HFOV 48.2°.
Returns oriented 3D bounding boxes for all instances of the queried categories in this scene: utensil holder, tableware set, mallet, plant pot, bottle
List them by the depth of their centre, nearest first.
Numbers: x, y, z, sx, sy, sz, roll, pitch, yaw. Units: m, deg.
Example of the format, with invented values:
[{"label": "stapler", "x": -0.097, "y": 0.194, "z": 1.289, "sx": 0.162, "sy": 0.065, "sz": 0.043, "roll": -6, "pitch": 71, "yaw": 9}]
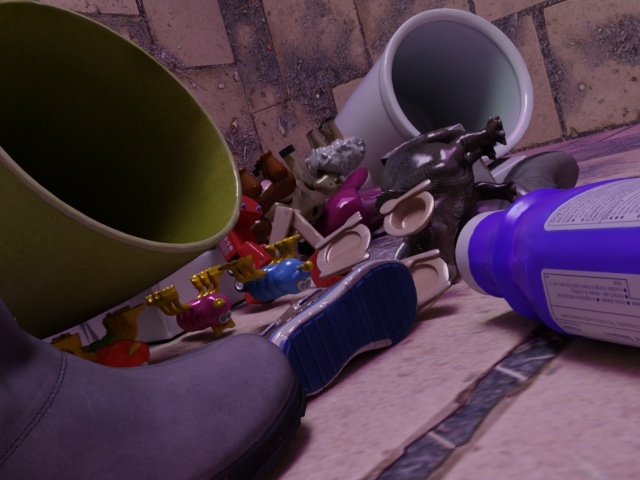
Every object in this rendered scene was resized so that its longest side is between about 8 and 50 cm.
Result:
[{"label": "bottle", "x": 0.181, "y": 0.010, "z": 0.424, "sx": 0.118, "sy": 0.092, "sz": 0.283, "roll": -17, "pitch": 6, "yaw": -20}, {"label": "tableware set", "x": 0.051, "y": 0.020, "z": 0.667, "sx": 0.141, "sy": 0.020, "sz": 0.168, "roll": -27, "pitch": 37, "yaw": 23}, {"label": "plant pot", "x": -0.272, "y": -0.019, "z": 0.680, "sx": 0.293, "sy": 0.275, "sz": 0.275, "roll": -41, "pitch": -7, "yaw": 27}, {"label": "mallet", "x": 0.000, "y": 0.000, "z": 1.369, "sx": 0.039, "sy": 0.062, "sz": 0.190, "roll": -12, "pitch": -8, "yaw": 19}, {"label": "utensil holder", "x": 0.220, "y": -0.261, "z": 1.570, "sx": 0.327, "sy": 0.327, "sz": 0.385, "roll": -18, "pitch": -8, "yaw": -21}]

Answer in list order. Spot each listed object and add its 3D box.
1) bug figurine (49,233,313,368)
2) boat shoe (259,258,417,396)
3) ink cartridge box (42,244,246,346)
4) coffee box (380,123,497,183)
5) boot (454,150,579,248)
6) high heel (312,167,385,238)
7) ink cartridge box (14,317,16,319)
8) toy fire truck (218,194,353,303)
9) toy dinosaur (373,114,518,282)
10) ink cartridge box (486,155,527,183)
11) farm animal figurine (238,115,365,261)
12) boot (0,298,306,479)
[{"label": "bug figurine", "x": -0.141, "y": 0.082, "z": 0.712, "sx": 0.279, "sy": 0.072, "sz": 0.216, "roll": -26, "pitch": 4, "yaw": -38}, {"label": "boat shoe", "x": 0.007, "y": 0.060, "z": 0.544, "sx": 0.066, "sy": 0.066, "sz": 0.183, "roll": -13, "pitch": 6, "yaw": 41}, {"label": "ink cartridge box", "x": -0.266, "y": 0.064, "z": 0.963, "sx": 0.289, "sy": 0.121, "sz": 0.211, "roll": -12, "pitch": 7, "yaw": 28}, {"label": "coffee box", "x": 0.199, "y": -0.110, "z": 1.220, "sx": 0.098, "sy": 0.141, "sz": 0.246, "roll": -33, "pitch": 8, "yaw": -2}, {"label": "boot", "x": 0.282, "y": -0.046, "z": 0.855, "sx": 0.246, "sy": 0.083, "sz": 0.161, "roll": -28, "pitch": 16, "yaw": -33}, {"label": "high heel", "x": 0.040, "y": -0.064, "z": 1.428, "sx": 0.181, "sy": 0.127, "sz": 0.377, "roll": -21, "pitch": 3, "yaw": -7}, {"label": "ink cartridge box", "x": -0.287, "y": 0.053, "z": 0.412, "sx": 0.104, "sy": 0.060, "sz": 0.180, "roll": -10, "pitch": 9, "yaw": 46}, {"label": "toy fire truck", "x": -0.054, "y": 0.006, "z": 0.863, "sx": 0.135, "sy": 0.192, "sz": 0.047, "roll": -43, "pitch": -28, "yaw": 26}, {"label": "toy dinosaur", "x": 0.128, "y": -0.078, "z": 0.814, "sx": 0.160, "sy": 0.121, "sz": 0.313, "roll": -15, "pitch": 28, "yaw": 8}, {"label": "ink cartridge box", "x": 0.297, "y": -0.088, "z": 1.414, "sx": 0.225, "sy": 0.056, "sz": 0.181, "roll": -34, "pitch": 6, "yaw": 1}, {"label": "farm animal figurine", "x": -0.096, "y": -0.028, "z": 1.175, "sx": 0.330, "sy": 0.172, "sz": 0.327, "roll": -28, "pitch": 7, "yaw": 46}, {"label": "boot", "x": -0.150, "y": 0.045, "z": 0.318, "sx": 0.118, "sy": 0.222, "sz": 0.338, "roll": -12, "pitch": 7, "yaw": 40}]
